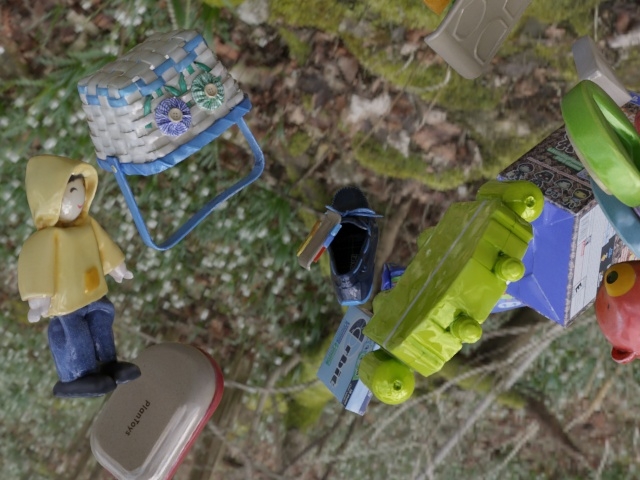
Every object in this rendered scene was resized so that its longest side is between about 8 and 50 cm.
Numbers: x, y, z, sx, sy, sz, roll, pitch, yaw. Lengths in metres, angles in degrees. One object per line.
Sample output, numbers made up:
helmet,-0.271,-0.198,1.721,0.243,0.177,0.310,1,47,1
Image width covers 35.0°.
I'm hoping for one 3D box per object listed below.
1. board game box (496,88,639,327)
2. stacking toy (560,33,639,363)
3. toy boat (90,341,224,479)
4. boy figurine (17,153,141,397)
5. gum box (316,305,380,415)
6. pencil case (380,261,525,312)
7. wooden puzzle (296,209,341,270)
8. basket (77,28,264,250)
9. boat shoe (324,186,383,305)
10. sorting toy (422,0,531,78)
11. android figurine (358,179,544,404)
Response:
board game box,0.410,-0.055,1.535,0.141,0.291,0.232,33,145,35
stacking toy,0.300,-0.042,1.047,0.130,0.309,0.279,-35,106,27
toy boat,-0.233,0.269,1.557,0.151,0.151,0.231,34,92,26
boy figurine,-0.287,0.036,1.211,0.092,0.177,0.285,-4,96,29
gum box,0.066,0.211,1.843,0.041,0.184,0.157,24,94,-20
pencil case,0.254,0.071,1.782,0.306,0.119,0.133,-11,131,3
wooden puzzle,0.000,0.000,1.163,0.014,0.116,0.079,31,95,-11
basket,-0.229,-0.161,1.584,0.201,0.255,0.289,15,139,43
boat shoe,0.059,-0.009,1.755,0.109,0.258,0.089,-13,136,5
sorting toy,0.246,-0.384,1.555,0.041,0.307,0.229,42,101,26
android figurine,0.119,0.043,0.958,0.056,0.273,0.248,36,85,-8
